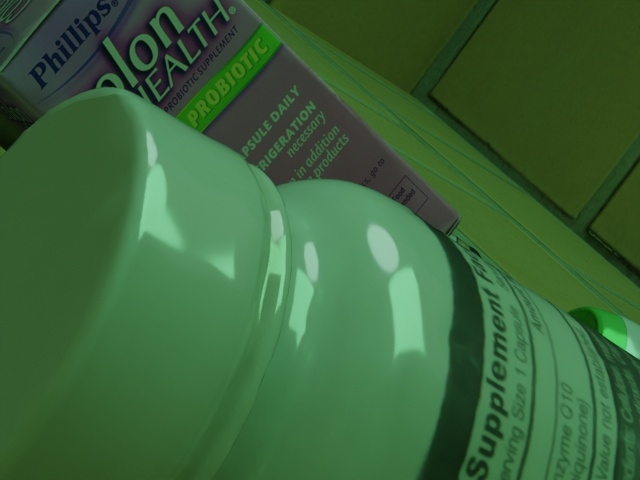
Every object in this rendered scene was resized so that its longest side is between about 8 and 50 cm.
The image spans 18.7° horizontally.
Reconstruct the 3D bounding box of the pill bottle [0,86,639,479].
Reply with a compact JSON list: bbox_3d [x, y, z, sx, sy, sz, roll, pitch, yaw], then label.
[{"bbox_3d":[0.026,0.105,0.719,0.361,0.204,0.204,31,10,-27],"label":"pill bottle"}]

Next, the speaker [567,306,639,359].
[{"bbox_3d":[0.317,0.176,1.689,0.296,0.131,0.131,33,10,-20],"label":"speaker"}]

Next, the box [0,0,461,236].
[{"bbox_3d":[-0.079,-0.057,1.077,0.243,0.117,0.213,42,-10,-20],"label":"box"}]

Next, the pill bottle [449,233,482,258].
[{"bbox_3d":[0.000,0.000,1.419,0.219,0.123,0.123,35,9,-7],"label":"pill bottle"}]
